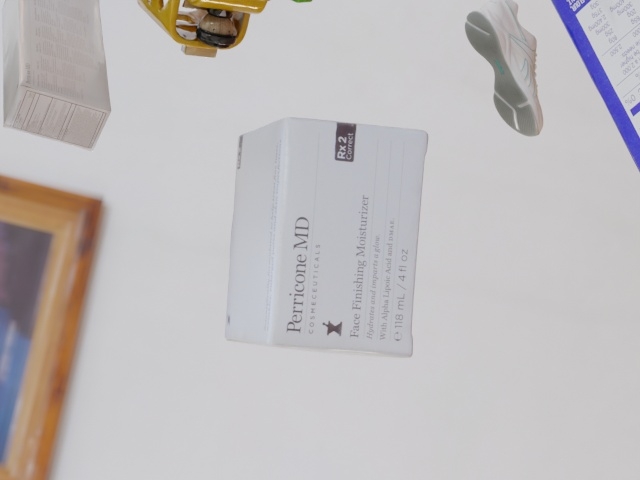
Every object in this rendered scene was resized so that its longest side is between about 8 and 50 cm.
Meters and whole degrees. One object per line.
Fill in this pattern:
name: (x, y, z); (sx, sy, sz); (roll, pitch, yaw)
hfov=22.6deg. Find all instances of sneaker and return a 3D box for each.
sneaker: (0.201, -0.177, 1.627); (0.061, 0.152, 0.053); (-39, 28, -31)

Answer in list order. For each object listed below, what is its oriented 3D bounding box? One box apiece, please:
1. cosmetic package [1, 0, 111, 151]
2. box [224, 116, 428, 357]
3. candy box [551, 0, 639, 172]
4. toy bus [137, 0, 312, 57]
cosmetic package: (-0.283, -0.192, 1.691); (0.060, 0.099, 0.239); (-60, 26, 30)
box: (0.000, 0.000, 1.300); (0.182, 0.119, 0.181); (176, 98, -75)
candy box: (0.290, -0.116, 0.972); (0.122, 0.268, 0.317); (-41, 65, 43)
toy bus: (-0.120, -0.246, 1.669); (0.202, 0.191, 0.104); (-37, -36, -63)
